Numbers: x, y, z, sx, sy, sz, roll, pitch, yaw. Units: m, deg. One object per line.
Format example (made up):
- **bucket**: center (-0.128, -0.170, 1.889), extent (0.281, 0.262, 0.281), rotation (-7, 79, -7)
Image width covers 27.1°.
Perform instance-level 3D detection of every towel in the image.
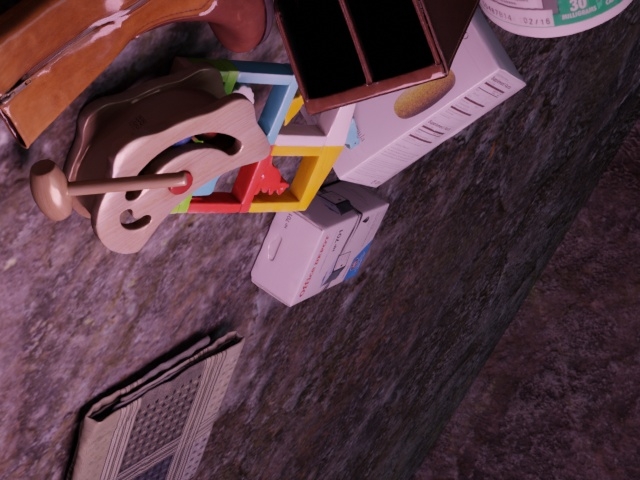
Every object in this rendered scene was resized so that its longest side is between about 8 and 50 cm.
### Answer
- **towel**: center (-0.254, 0.284, 1.879), extent (0.312, 0.056, 0.324), rotation (-27, 148, -47)

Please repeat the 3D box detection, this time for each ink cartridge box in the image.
- **ink cartridge box**: center (0.000, 0.000, 1.934), extent (0.191, 0.082, 0.139), rotation (-25, 145, -56)

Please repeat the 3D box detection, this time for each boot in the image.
- **boot**: center (-0.176, -0.186, 1.240), extent (0.280, 0.096, 0.264), rotation (-49, 159, -13)

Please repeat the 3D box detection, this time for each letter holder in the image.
- **letter holder**: center (0.052, -0.296, 1.398), extent (0.302, 0.152, 0.214), rotation (-63, 135, -62)

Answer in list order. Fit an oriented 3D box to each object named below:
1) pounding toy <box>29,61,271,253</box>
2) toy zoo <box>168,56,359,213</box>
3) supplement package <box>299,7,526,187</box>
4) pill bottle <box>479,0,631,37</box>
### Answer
- **pounding toy**: center (-0.163, -0.056, 1.349), extent (0.269, 0.155, 0.154), rotation (-25, 141, -26)
- **toy zoo**: center (-0.069, -0.117, 1.533), extent (0.293, 0.030, 0.192), rotation (-2, 127, -40)
- **supplement package**: center (0.112, -0.193, 1.679), extent (0.244, 0.139, 0.134), rotation (-35, 166, 18)
- **pill bottle**: center (0.243, -0.424, 1.476), extent (0.204, 0.204, 0.361), rotation (-46, 139, -22)
